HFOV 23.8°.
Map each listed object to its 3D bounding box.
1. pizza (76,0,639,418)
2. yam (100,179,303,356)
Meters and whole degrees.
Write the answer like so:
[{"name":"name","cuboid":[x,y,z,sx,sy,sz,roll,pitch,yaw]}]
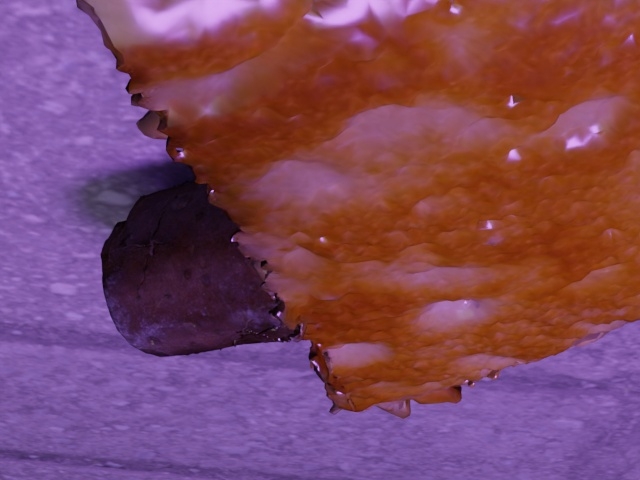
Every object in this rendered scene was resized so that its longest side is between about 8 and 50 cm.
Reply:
[{"name":"pizza","cuboid":[0.065,-0.039,0.640,0.440,0.130,0.406,3,151,-22]},{"name":"yam","cuboid":[0.001,0.000,0.991,0.280,0.131,0.131,-10,150,25]}]
